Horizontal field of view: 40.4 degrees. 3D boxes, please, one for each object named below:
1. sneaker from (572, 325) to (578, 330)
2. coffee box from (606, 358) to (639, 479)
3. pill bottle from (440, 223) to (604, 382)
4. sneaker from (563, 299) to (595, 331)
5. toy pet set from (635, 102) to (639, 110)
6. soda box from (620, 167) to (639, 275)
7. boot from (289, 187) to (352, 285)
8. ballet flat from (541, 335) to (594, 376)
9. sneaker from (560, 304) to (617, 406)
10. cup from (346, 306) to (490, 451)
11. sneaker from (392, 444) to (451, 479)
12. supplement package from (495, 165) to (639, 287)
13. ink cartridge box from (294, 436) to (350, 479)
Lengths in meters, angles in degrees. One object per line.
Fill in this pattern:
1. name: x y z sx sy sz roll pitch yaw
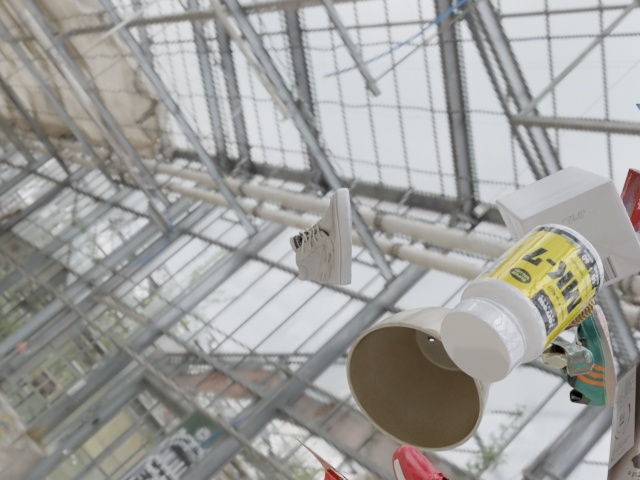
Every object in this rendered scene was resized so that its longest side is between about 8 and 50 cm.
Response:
1. sneaker: 0.702 0.203 2.382 0.063 0.170 0.075 -99 -164 -58
2. coffee box: 0.551 0.354 1.364 0.168 0.297 0.119 16 -34 3
3. pill bottle: 0.247 0.076 1.070 0.119 0.208 0.119 30 -42 31
4. sneaker: 0.439 0.158 1.676 0.069 0.185 0.084 59 -4 13
5. toy pet set: 0.676 -0.266 1.713 0.114 0.122 0.065 -145 -124 -64
6. soda box: 0.810 -0.047 2.236 0.092 0.263 0.083 10 16 -11
7. boot: 0.000 0.000 1.705 0.123 0.095 0.258 0 -43 2
8. ballet flat: 0.503 0.242 1.837 0.213 0.068 0.072 -177 -107 -83
9. sneaker: 0.604 0.274 1.980 0.121 0.108 0.302 -9 -55 17
10. cup: 0.258 0.283 2.021 0.331 0.237 0.331 14 -59 25
11. sneaker: 0.219 0.398 1.375 0.221 0.087 0.128 51 -52 8
12. supplement package: 0.466 -0.018 1.649 0.175 0.177 0.293 64 7 -8
13. ink cartridge box: 0.091 0.595 1.744 0.308 0.091 0.385 24 -27 54
